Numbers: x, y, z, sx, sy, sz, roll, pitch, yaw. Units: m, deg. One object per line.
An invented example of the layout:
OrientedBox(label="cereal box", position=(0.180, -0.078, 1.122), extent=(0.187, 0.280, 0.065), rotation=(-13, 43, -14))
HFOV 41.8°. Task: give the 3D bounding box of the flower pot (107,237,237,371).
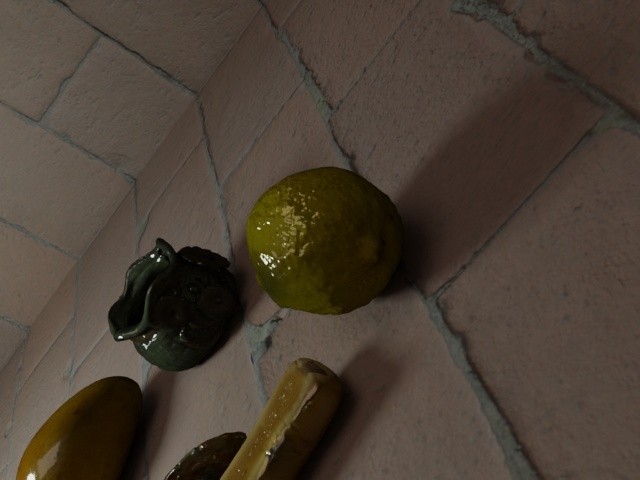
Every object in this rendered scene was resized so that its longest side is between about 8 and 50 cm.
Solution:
OrientedBox(label="flower pot", position=(-0.334, 0.146, 1.937), extent=(0.302, 0.213, 0.302), rotation=(-42, 31, 32))

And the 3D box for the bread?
OrientedBox(label="bread", position=(-0.067, 0.346, 1.406), extent=(0.305, 0.091, 0.142), rotation=(-58, 20, 2))

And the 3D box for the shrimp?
OrientedBox(label="shrimp", position=(-0.239, 0.446, 1.565), extent=(0.062, 0.154, 0.294), rotation=(54, 125, 30))

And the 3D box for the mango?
OrientedBox(label="mango", position=(-0.558, 0.487, 1.977), extent=(0.263, 0.221, 0.378), rotation=(-19, 36, 59))

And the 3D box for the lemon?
OrientedBox(label="lemon", position=(0.000, 0.000, 1.459), extent=(0.321, 0.268, 0.268), rotation=(-5, 58, 54))
